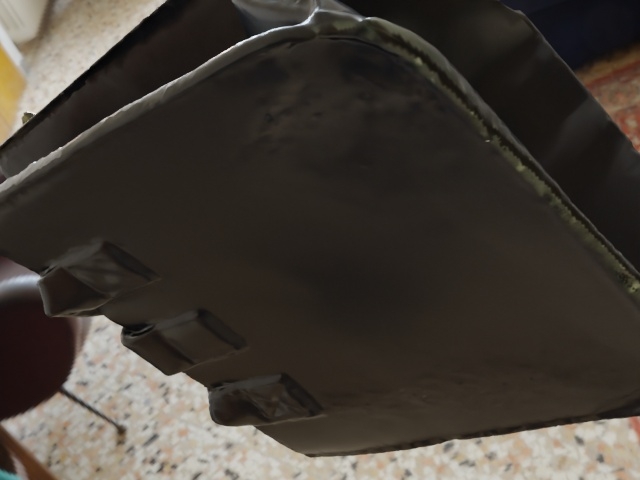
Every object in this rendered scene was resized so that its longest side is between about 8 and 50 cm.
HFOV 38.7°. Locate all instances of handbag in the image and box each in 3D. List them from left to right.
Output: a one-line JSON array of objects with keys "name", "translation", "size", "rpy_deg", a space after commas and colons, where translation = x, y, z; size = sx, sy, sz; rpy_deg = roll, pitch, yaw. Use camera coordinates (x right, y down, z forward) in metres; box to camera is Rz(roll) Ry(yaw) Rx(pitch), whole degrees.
[{"name": "handbag", "translation": [0.000, 0.000, 0.511], "size": [0.329, 0.303, 0.121], "rpy_deg": [-23, 39, 39]}]
